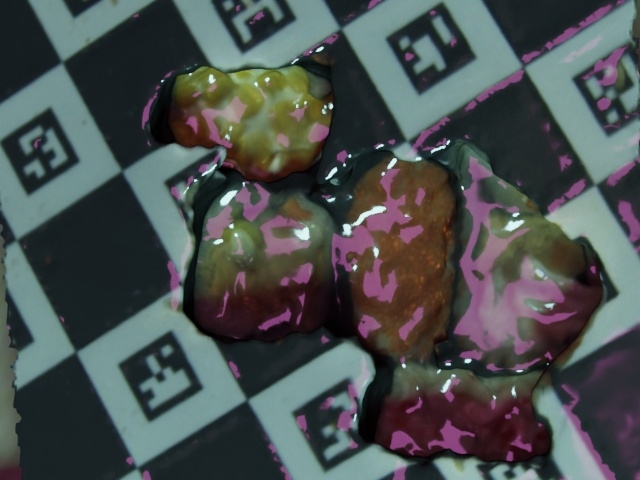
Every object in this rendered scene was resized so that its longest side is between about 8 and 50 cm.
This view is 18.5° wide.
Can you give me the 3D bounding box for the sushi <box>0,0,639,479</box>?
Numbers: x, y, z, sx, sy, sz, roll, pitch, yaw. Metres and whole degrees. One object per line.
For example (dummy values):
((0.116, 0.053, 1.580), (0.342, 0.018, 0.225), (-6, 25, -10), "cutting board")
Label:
((0.000, 0.000, 0.853), (0.292, 0.059, 0.294), (-5, 83, 15), "sushi")
